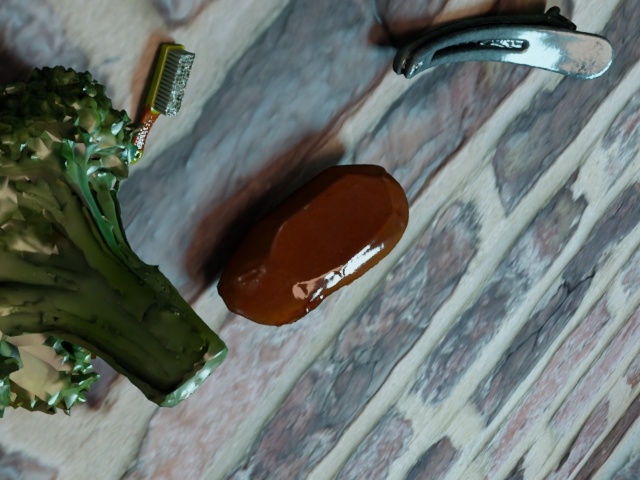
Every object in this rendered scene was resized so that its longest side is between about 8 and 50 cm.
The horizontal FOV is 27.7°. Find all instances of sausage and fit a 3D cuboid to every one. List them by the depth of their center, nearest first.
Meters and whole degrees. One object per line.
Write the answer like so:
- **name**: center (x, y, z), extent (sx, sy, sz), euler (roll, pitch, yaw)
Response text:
- **sausage**: center (0.000, 0.000, 0.998), extent (0.179, 0.089, 0.089), euler (-40, 151, -23)

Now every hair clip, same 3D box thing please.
- **hair clip**: center (0.140, -0.159, 1.087), extent (0.275, 0.083, 0.048), euler (-13, 138, -44)

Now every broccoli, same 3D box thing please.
- **broccoli**: center (-0.134, 0.022, 0.674), extent (0.219, 0.194, 0.194), euler (-43, 153, -36)

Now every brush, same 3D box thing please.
- **brush**: center (-0.100, -0.081, 0.803), extent (0.018, 0.021, 0.083), euler (-14, 134, -57)
